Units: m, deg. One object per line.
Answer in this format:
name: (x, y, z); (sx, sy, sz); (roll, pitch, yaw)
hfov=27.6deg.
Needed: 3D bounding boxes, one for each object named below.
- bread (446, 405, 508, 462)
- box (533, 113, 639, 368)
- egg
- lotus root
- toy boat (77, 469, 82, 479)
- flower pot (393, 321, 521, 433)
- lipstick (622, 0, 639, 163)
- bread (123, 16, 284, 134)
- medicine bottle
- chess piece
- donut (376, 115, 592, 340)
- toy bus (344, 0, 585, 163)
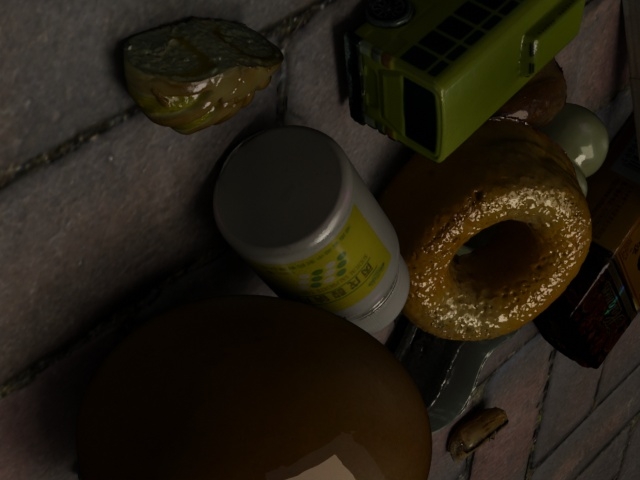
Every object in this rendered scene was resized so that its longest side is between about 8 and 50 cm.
bread: (0.252, 0.306, 2.089); (0.106, 0.053, 0.072); (-32, 166, -32)
box: (0.481, -0.020, 2.046); (0.415, 0.116, 0.264); (-53, 151, -8)
egg: (-0.059, 0.194, 1.252); (0.351, 0.282, 0.282); (7, 115, -29)
lotus root: (0.224, -0.174, 1.541); (0.135, 0.095, 0.159); (-31, 136, -32)
toy boat: (-0.195, 0.282, 1.394); (0.207, 0.079, 0.134); (11, 102, -47)
flower pot: (0.161, 0.155, 1.733); (0.229, 0.103, 0.108); (-56, 149, 10)
lipstick: (0.490, -0.178, 1.818); (0.076, 0.080, 0.371); (-29, 122, -25)
bread: (-0.105, -0.134, 1.108); (0.157, 0.083, 0.094); (-3, 133, -56)
medicine bottle: (0.000, 0.000, 1.321); (0.143, 0.143, 0.258); (-53, 151, -7)
chess piece: (0.287, -0.066, 1.705); (0.251, 0.144, 0.144); (-58, 151, -8)
donut: (0.192, 0.003, 1.523); (0.277, 0.108, 0.277); (-9, 127, -12)
toy bus: (0.156, -0.213, 1.338); (0.262, 0.150, 0.128); (-42, 149, -25)
